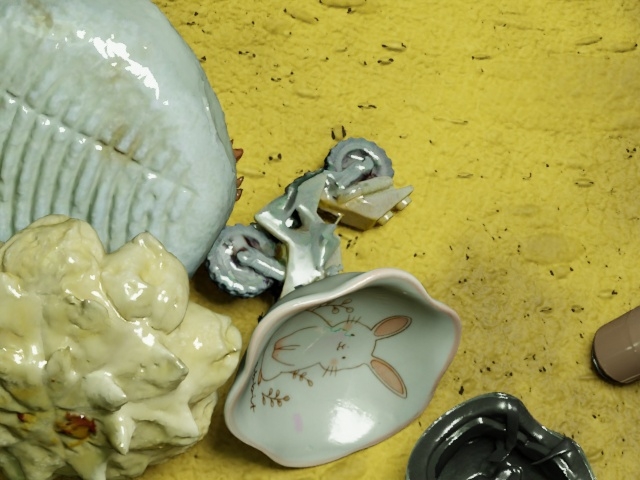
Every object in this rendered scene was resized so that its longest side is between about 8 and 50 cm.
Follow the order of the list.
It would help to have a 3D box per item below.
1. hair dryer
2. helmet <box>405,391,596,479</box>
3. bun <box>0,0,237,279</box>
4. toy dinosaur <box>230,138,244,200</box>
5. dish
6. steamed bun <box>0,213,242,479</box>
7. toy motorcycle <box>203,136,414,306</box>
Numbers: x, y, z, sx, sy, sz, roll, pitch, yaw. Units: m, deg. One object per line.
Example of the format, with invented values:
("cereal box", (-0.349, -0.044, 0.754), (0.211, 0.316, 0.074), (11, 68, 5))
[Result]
("hair dryer", (0.354, 0.115, 1.465), (0.181, 0.117, 0.064), (26, 57, -19))
("helmet", (0.154, 0.233, 1.390), (0.177, 0.107, 0.153), (44, 67, 8))
("bun", (-0.237, -0.077, 1.390), (0.354, 0.354, 0.194), (7, 29, -1))
("toy dinosaur", (-0.111, -0.035, 1.507), (0.055, 0.049, 0.154), (26, 64, 4))
("dish", (0.008, 0.096, 1.404), (0.229, 0.229, 0.081), (-21, 44, -11))
("steamed bun", (-0.228, 0.116, 1.317), (0.292, 0.295, 0.137), (-27, 33, 26))
("toy motorcycle", (0.000, 0.000, 1.486), (0.229, 0.094, 0.130), (-38, 80, -29))
